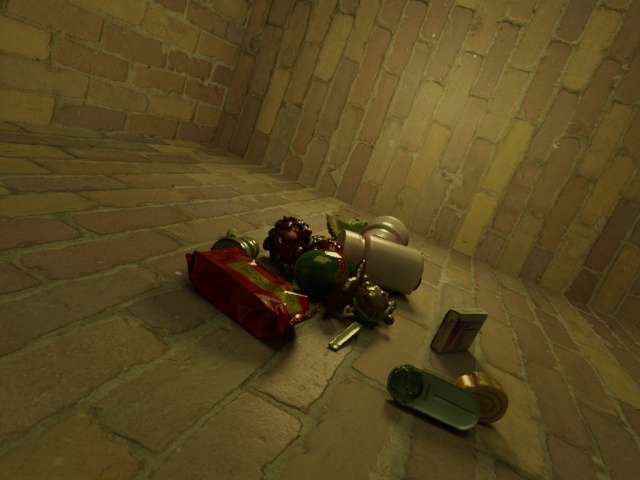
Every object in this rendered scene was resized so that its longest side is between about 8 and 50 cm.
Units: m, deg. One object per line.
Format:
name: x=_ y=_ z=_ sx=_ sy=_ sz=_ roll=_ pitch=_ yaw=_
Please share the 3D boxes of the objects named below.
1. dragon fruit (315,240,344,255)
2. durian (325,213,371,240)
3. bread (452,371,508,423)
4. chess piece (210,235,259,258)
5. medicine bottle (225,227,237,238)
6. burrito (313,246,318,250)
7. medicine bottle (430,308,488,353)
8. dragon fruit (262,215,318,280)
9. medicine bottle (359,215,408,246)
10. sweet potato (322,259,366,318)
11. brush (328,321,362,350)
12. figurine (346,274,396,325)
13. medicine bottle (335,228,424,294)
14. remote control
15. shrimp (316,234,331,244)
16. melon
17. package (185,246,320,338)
dragon fruit: x=0.031 y=0.077 z=1.729 sx=0.133 sy=0.136 sz=0.166 roll=41 pitch=59 yaw=12
durian: x=0.175 y=-0.051 z=2.393 sx=0.356 sy=0.169 sz=0.157 roll=1 pitch=24 yaw=-39
bread: x=0.432 y=0.426 z=1.181 sx=0.149 sy=0.122 sz=0.073 roll=22 pitch=12 yaw=-1
chess piece: x=-0.292 y=0.039 z=1.571 sx=0.133 sy=0.133 sz=0.243 roll=23 pitch=11 yaw=6
medicine bottle: x=-0.370 y=-0.021 z=1.798 sx=0.047 sy=0.047 sz=0.083 roll=18 pitch=17 yaw=-12
burrito: x=-0.041 y=0.059 z=1.920 sx=0.096 sy=0.066 sz=0.309 roll=-1 pitch=25 yaw=-30
medicine bottle: x=0.500 y=0.319 z=1.547 sx=0.201 sy=0.171 sz=0.052 roll=8 pitch=23 yaw=-41
dragon fruit: x=-0.115 y=0.017 z=1.710 sx=0.219 sy=0.198 sz=0.273 roll=4 pitch=21 yaw=-23
medicine bottle: x=0.309 y=0.020 z=2.187 sx=0.241 sy=0.241 sz=0.302 roll=24 pitch=24 yaw=12
sweet potato: x=0.094 y=0.160 z=1.467 sx=0.075 sy=0.074 sz=0.269 roll=27 pitch=57 yaw=21
brush: x=0.075 y=0.298 z=1.334 sx=0.033 sy=0.030 sz=0.179 roll=43 pitch=32 yaw=16
figurine: x=0.189 y=0.220 z=1.569 sx=0.193 sy=0.133 sz=0.274 roll=53 pitch=16 yaw=1
medicine bottle: x=0.250 y=0.094 z=1.907 sx=0.379 sy=0.213 sz=0.213 roll=18 pitch=15 yaw=-12
remote control: x=0.289 y=0.406 z=1.117 sx=0.248 sy=0.104 sz=0.052 roll=25 pitch=-26 yaw=7
shrimp: x=0.000 y=0.000 z=2.204 sx=0.165 sy=0.056 sz=0.065 roll=21 pitch=27 yaw=-41
melon: x=0.031 y=0.125 z=1.578 sx=0.288 sy=0.182 sz=0.182 roll=11 pitch=18 yaw=-38
package: x=-0.208 y=0.150 z=1.281 sx=0.424 sy=0.123 sz=0.196 roll=29 pitch=19 yaw=26
